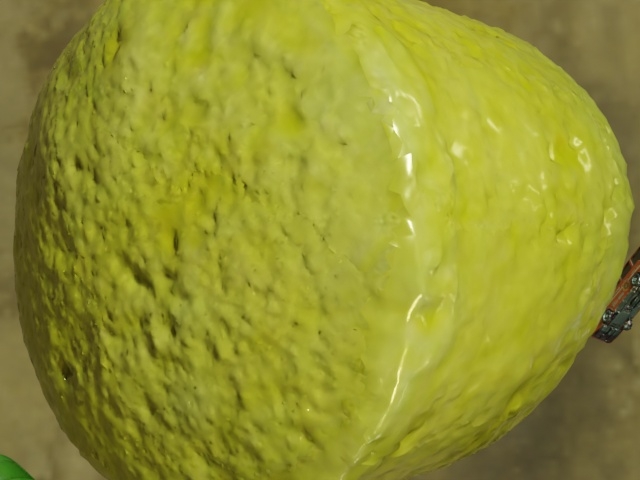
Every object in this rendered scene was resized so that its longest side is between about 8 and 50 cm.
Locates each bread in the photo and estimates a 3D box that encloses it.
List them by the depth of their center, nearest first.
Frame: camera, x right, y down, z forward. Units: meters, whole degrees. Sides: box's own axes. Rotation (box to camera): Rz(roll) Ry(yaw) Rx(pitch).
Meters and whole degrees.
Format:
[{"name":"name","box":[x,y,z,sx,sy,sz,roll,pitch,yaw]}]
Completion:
[{"name":"bread","box":[0.000,0.000,1.231,0.308,0.348,0.348,1,88,-51]}]

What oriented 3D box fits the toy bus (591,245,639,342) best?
[{"name":"toy bus","box":[0.306,0.053,1.950,0.031,0.110,0.043,21,30,-26]}]

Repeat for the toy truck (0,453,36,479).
[{"name":"toy truck","box":[-0.136,0.207,0.973,0.125,0.242,0.101,-29,139,-30]}]
